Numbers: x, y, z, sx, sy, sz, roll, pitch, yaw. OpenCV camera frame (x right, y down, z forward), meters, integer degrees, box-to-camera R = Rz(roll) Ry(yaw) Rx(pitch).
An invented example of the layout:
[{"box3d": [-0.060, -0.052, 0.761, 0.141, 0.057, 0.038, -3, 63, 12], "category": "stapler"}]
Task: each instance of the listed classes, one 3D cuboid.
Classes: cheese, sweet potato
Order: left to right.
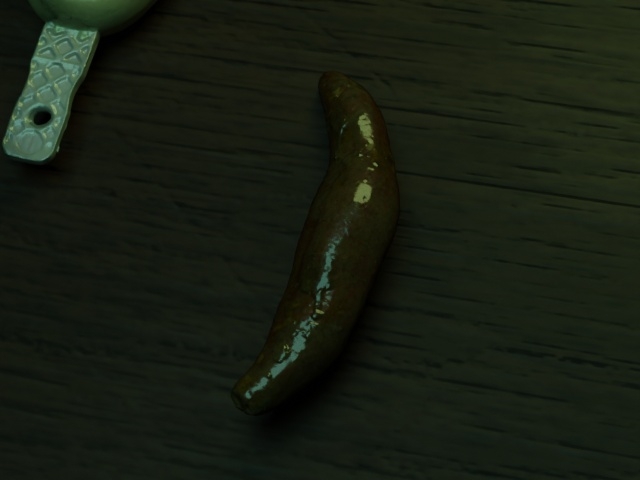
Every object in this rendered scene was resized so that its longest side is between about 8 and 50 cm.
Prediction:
[{"box3d": [-0.160, -0.162, 1.314, 0.127, 0.054, 0.251, 11, 67, 14], "category": "cheese"}, {"box3d": [0.010, -0.003, 1.205, 0.078, 0.058, 0.255, -5, 57, 30], "category": "sweet potato"}]
